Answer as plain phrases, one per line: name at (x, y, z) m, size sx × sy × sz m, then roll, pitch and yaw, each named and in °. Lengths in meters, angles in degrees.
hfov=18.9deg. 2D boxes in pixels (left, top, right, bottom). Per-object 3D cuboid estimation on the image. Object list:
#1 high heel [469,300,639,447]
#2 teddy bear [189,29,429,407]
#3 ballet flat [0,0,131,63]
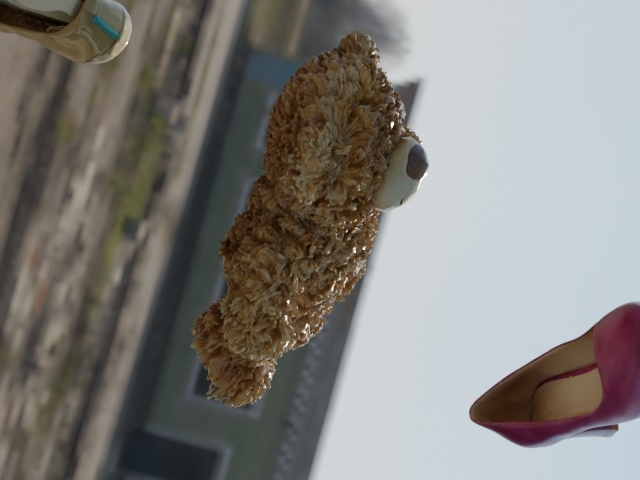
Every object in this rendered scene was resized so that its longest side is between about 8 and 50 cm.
high heel at (0.189, 0.105, 1.507) m, size 0.244 × 0.117 × 0.082 m, roll 103°, pitch -12°, yaw -72°
teddy bear at (0.000, 0.000, 1.503) m, size 0.245 × 0.113 × 0.338 m, roll -29°, pitch 152°, yaw -55°
ballet flat at (-0.257, -0.210, 1.585) m, size 0.080 × 0.232 × 0.073 m, roll -66°, pitch 152°, yaw -10°
